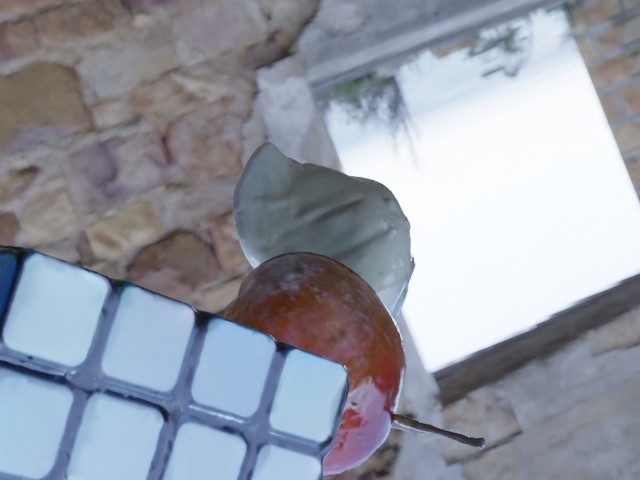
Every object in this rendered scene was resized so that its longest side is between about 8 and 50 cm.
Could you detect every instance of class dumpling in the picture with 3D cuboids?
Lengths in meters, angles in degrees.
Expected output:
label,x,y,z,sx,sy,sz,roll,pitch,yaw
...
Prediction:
label,x,y,z,sx,sy,sz,roll,pitch,yaw
dumpling,0.000,0.000,1.512,0.187,0.243,0.318,-34,-139,29

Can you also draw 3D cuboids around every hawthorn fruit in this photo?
label,x,y,z,sx,sy,sz,roll,pitch,yaw
hawthorn fruit,-0.022,0.150,1.275,0.231,0.263,0.235,-15,171,-40

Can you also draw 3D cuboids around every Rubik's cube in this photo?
label,x,y,z,sx,sy,sz,roll,pitch,yaw
Rubik's cube,-0.106,0.093,0.465,0.155,0.154,0.151,23,167,-36
